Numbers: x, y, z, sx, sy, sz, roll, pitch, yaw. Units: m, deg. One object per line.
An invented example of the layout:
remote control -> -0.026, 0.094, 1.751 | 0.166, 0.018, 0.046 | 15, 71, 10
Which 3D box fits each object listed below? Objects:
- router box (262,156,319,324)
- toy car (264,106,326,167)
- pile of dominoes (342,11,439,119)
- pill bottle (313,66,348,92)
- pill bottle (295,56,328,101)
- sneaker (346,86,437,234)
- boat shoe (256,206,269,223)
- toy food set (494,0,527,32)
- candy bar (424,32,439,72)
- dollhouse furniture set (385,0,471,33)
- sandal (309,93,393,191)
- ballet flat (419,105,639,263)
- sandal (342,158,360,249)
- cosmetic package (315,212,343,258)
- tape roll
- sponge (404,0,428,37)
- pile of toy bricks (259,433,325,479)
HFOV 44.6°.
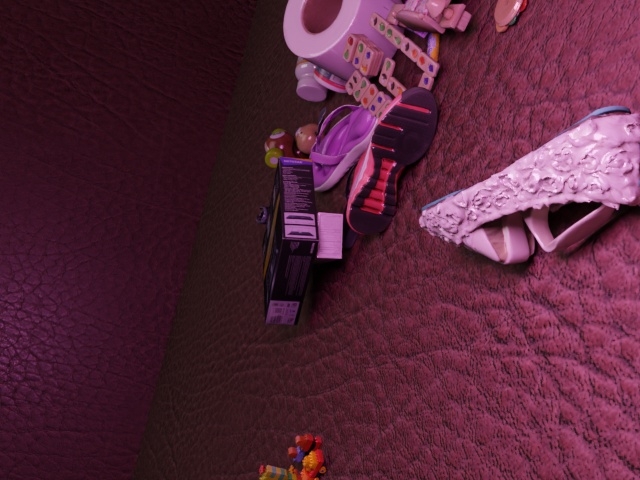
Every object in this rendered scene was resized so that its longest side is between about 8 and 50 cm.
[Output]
router box -> -0.073, 0.006, 1.761 | 0.309, 0.081, 0.243 | 105, 164, -48
toy car -> -0.048, -0.281, 2.133 | 0.188, 0.149, 0.155 | -49, 17, 28
pile of dominoes -> 0.129, -0.339, 1.626 | 0.251, 0.040, 0.196 | 51, 137, 37
pill bottle -> 0.063, -0.484, 2.021 | 0.108, 0.107, 0.180 | -104, 37, -58
pill bottle -> -0.008, -0.509, 2.232 | 0.117, 0.117, 0.209 | 148, 136, -63
sneaker -> 0.123, -0.172, 1.557 | 0.136, 0.115, 0.314 | -106, 37, -61
boat shoe -> -0.151, -0.077, 2.306 | 0.183, 0.083, 0.065 | -147, 75, -71
toy food set -> 0.325, -0.401, 1.330 | 0.082, 0.020, 0.083 | 156, 129, -66
candy bar -> 0.229, -0.390, 1.602 | 0.040, 0.018, 0.162 | 141, 142, -59
dollhouse furniture set -> 0.217, -0.564, 1.451 | 0.303, 0.173, 0.355 | -63, 25, 5
sandal -> 0.041, -0.250, 1.874 | 0.416, 0.102, 0.169 | -37, 40, 58
ballet flat -> 0.264, -0.040, 1.024 | 0.409, 0.147, 0.147 | 147, 137, -62
sandal -> 0.081, -0.102, 1.705 | 0.097, 0.054, 0.255 | -133, 62, -69
cosmetic package -> 0.000, 0.000, 1.760 | 0.239, 0.060, 0.099 | 158, 116, -79
tape roll -> 0.055, -0.516, 1.838 | 0.246, 0.169, 0.246 | -13, 70, 39
sponge -> 0.218, -0.504, 1.677 | 0.117, 0.031, 0.210 | -60, 17, 15
pile of toy bricks -> -0.076, 0.476, 1.555 | 0.118, 0.105, 0.212 | -106, 38, -59
